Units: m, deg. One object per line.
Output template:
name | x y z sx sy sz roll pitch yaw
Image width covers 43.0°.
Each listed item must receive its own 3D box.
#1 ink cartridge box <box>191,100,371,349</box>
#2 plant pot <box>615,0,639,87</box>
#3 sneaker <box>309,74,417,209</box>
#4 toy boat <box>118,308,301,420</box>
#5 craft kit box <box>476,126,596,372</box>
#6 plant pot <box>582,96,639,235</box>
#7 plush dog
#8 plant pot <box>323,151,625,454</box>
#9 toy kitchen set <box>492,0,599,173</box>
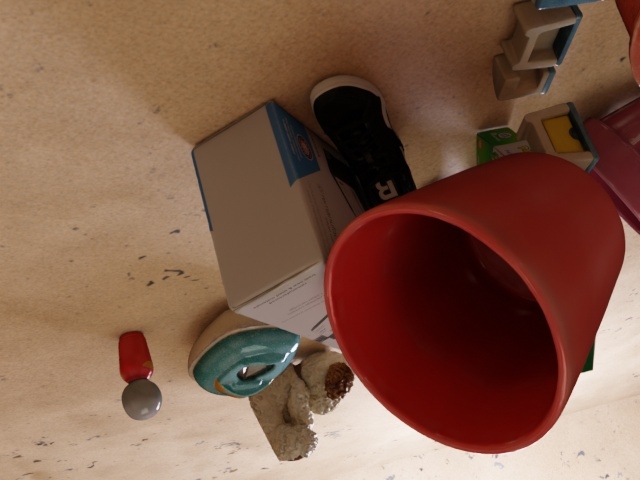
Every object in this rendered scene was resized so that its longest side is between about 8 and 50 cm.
ink cartridge box | 0.000 0.000 1.017 0.129 0.223 0.307 -30 151 20
plant pot | 0.306 -0.287 0.595 0.273 0.265 0.272 -12 153 -7
sneaker | 0.065 -0.102 0.972 0.079 0.121 0.217 -26 152 16
toy boat | -0.193 0.222 1.418 0.318 0.148 0.267 -4 151 -24
craft kit box | 0.277 0.010 1.064 0.061 0.246 0.249 -14 120 -13
plant pot | 0.464 -0.120 1.109 0.180 0.201 0.201 -41 148 11
plush dog | -0.033 0.307 1.688 0.225 0.210 0.262 -29 -178 -5
plant pot | 0.181 0.039 0.848 0.243 0.275 0.275 -35 170 -41
toy kitchen set | 0.288 -0.190 0.878 0.122 0.166 0.207 -12 153 -9
